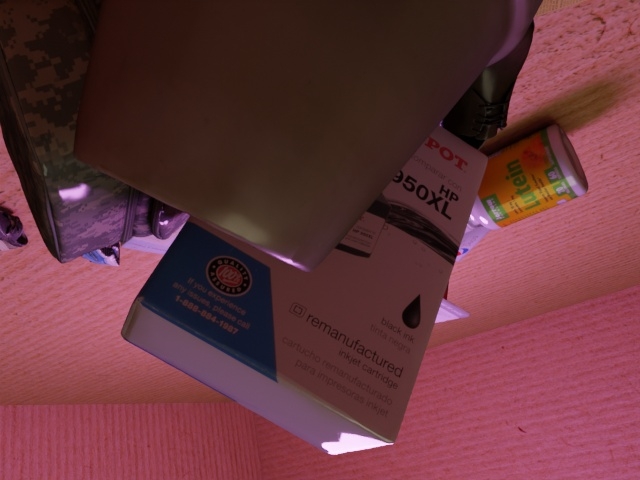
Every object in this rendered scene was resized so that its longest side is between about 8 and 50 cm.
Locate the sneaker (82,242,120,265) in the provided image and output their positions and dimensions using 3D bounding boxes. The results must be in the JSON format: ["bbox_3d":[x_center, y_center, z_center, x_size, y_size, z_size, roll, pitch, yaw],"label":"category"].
[{"bbox_3d":[-0.428,0.013,1.079,0.073,0.064,0.162,-5,157,-6],"label":"sneaker"}]

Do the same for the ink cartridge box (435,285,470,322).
[{"bbox_3d":[0.136,0.080,1.265,0.309,0.130,0.271,29,148,-35],"label":"ink cartridge box"}]

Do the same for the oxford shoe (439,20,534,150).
[{"bbox_3d":[0.211,-0.180,0.711,0.082,0.096,0.227,-9,156,-7],"label":"oxford shoe"}]

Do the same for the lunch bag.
[{"bbox_3d":[-0.214,-0.131,0.666,0.255,0.213,0.305,-21,166,-28],"label":"lunch bag"}]

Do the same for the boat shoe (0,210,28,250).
[{"bbox_3d":[-0.524,-0.024,0.963,0.049,0.056,0.152,-8,168,-20],"label":"boat shoe"}]

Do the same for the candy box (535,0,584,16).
[{"bbox_3d":[0.208,-0.288,0.598,0.186,0.109,0.053,-15,157,10],"label":"candy box"}]

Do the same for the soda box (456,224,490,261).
[{"bbox_3d":[0.325,-0.018,1.347,0.069,0.074,0.216,-7,157,-12],"label":"soda box"}]

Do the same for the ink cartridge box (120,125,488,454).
[{"bbox_3d":[0.000,0.000,0.688,0.285,0.395,0.166,31,149,-9],"label":"ink cartridge box"}]

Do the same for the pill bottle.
[{"bbox_3d":[0.350,-0.101,1.076,0.245,0.137,0.136,-26,154,32],"label":"pill bottle"}]

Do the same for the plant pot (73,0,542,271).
[{"bbox_3d":[-0.032,-0.142,0.429,0.323,0.281,0.323,27,177,2],"label":"plant pot"}]

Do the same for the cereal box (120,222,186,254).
[{"bbox_3d":[-0.235,-0.037,1.070,0.240,0.048,0.173,-28,152,36],"label":"cereal box"}]
